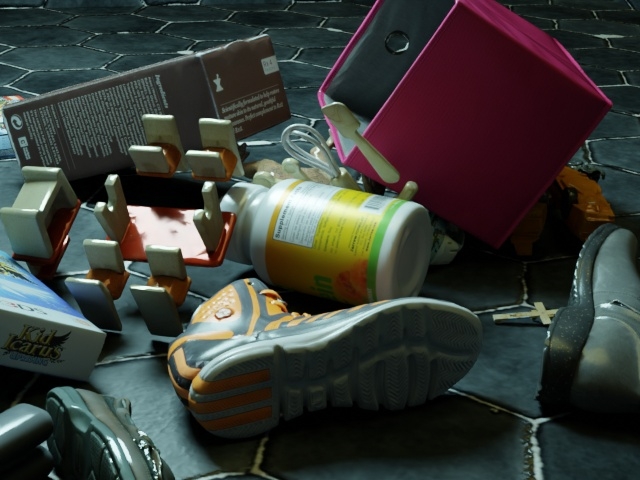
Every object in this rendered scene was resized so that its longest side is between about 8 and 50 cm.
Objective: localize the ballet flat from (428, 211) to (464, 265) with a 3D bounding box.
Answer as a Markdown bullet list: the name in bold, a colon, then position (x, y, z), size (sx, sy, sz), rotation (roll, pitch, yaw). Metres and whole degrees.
- **ballet flat**: position (0.161, -0.002, 1.566), size (0.070, 0.070, 0.188), rotation (9, 26, 16)

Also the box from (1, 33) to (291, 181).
- **box**: position (-0.258, -0.189, 1.723), size (0.381, 0.143, 0.191), rotation (-11, 11, 32)

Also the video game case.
- **video game case**: position (-0.391, 0.050, 1.212), size (0.244, 0.061, 0.269), rotation (20, 5, -42)

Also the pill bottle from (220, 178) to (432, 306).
- **pill bottle**: position (0.000, 0.000, 1.424), size (0.246, 0.136, 0.136), rotation (13, 23, 25)

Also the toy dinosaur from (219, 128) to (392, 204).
- **toy dinosaur**: position (-0.025, -0.060, 1.612), size (0.296, 0.127, 0.200), rotation (-8, 30, -12)

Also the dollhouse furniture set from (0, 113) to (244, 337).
- **dollhouse furniture set**: position (-0.230, -0.010, 1.378), size (0.259, 0.135, 0.262), rotation (5, 51, 14)

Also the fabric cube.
- **fabric cube**: position (0.183, -0.194, 1.571), size (0.258, 0.254, 0.259), rotation (27, 22, -21)

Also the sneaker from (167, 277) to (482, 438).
- **sneaker**: position (-0.004, 0.093, 1.197), size (0.321, 0.124, 0.180), rotation (-6, 24, -22)

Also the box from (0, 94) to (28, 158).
- **box**: position (-0.543, -0.196, 1.994), size (0.159, 0.044, 0.233), rotation (-13, 26, -34)

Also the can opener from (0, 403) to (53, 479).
- **can opener**: position (-0.339, 0.205, 0.928), size (0.095, 0.076, 0.283), rotation (15, 23, 27)

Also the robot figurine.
- **robot figurine**: position (0.321, -0.066, 1.712), size (0.211, 0.085, 0.291), rotation (2, 21, -3)

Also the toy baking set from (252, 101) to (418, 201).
- **toy baking set**: position (0.021, -0.064, 1.473), size (0.197, 0.256, 0.030), rotation (25, 52, -11)

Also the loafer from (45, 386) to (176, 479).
- **loafer**: position (-0.159, 0.188, 0.977), size (0.084, 0.096, 0.267), rotation (-2, 19, -28)

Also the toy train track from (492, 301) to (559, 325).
- **toy train track**: position (0.247, 0.093, 1.388), size (0.083, 0.014, 0.048), rotation (-4, 28, -2)

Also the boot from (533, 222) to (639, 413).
- **boot**: position (0.373, 0.105, 1.265), size (0.223, 0.118, 0.338), rotation (13, 34, 17)
